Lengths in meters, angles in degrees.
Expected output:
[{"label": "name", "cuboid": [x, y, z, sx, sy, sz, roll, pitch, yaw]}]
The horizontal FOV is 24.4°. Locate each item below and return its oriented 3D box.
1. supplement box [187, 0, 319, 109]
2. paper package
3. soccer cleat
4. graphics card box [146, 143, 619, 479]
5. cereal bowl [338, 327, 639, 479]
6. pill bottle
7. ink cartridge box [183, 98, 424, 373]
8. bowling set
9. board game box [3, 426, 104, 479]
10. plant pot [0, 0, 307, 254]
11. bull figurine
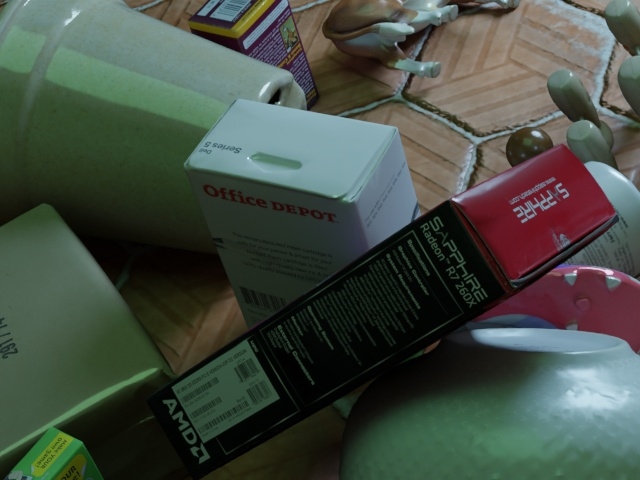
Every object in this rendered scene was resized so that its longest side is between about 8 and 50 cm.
[{"label": "supplement box", "cuboid": [-0.081, -0.224, 1.845, 0.081, 0.188, 0.104, 17, 54, 33]}, {"label": "paper package", "cuboid": [-0.327, 0.163, 1.551, 0.310, 0.168, 0.325, -30, 45, -13]}, {"label": "soccer cleat", "cuboid": [0.216, 0.056, 1.413, 0.248, 0.083, 0.095, 10, 4, 0]}, {"label": "graphics card box", "cuboid": [0.050, 0.061, 1.267, 0.371, 0.094, 0.233, -36, -5, 34]}, {"label": "cereal bowl", "cuboid": [0.185, 0.154, 1.278, 0.339, 0.141, 0.339, 1, 4, 0]}, {"label": "pill bottle", "cuboid": [0.226, 0.029, 1.529, 0.229, 0.131, 0.131, -33, 45, -13]}, {"label": "ink cartridge box", "cuboid": [0.000, 0.000, 1.530, 0.198, 0.272, 0.114, 13, 51, 28]}, {"label": "bowling set", "cuboid": [0.320, -0.116, 1.665, 0.200, 0.154, 0.287, -24, 42, 21]}, {"label": "board game box", "cuboid": [-0.291, 0.350, 1.316, 0.046, 0.213, 0.317, 20, 55, 33]}, {"label": "plant pot", "cuboid": [-0.195, -0.122, 1.716, 0.306, 0.333, 0.333, 16, 52, 17]}, {"label": "bull figurine", "cuboid": [0.141, -0.332, 1.945, 0.188, 0.101, 0.310, 25, 57, 34]}]
